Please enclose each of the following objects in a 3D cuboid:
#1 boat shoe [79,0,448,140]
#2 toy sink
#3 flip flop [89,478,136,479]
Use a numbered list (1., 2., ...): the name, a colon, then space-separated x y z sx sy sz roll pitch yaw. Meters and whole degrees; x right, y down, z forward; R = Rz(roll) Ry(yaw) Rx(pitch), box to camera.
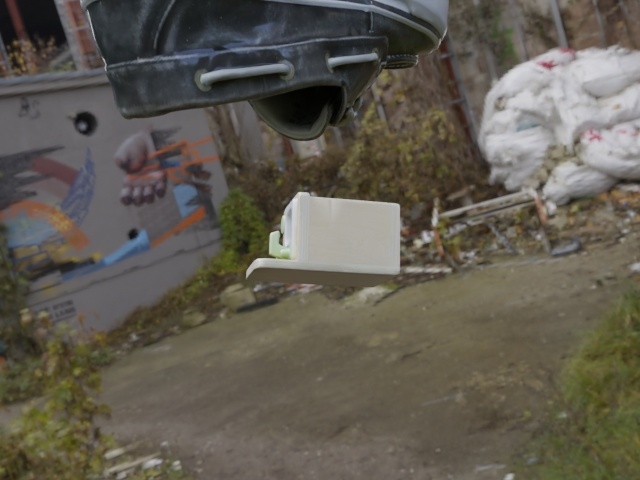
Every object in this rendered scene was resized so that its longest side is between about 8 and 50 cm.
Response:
1. boat shoe: -0.021 -0.126 0.516 0.121 0.119 0.335 3 10 39
2. toy sink: 0.000 0.000 1.281 0.234 0.131 0.153 3 -12 -11
3. flip flop: -0.128 0.165 0.288 0.277 0.112 0.080 -14 -33 8
